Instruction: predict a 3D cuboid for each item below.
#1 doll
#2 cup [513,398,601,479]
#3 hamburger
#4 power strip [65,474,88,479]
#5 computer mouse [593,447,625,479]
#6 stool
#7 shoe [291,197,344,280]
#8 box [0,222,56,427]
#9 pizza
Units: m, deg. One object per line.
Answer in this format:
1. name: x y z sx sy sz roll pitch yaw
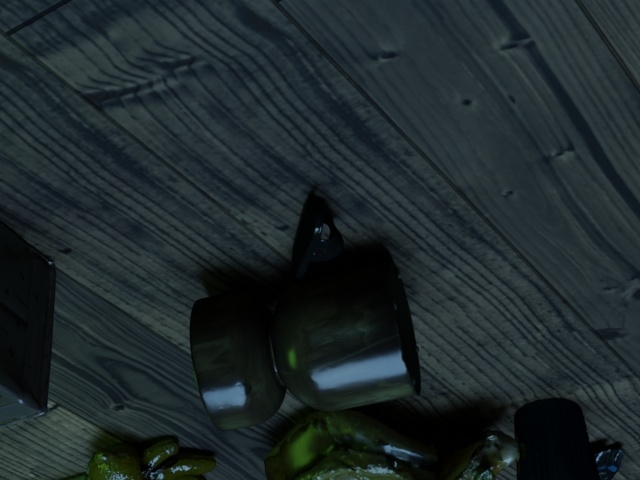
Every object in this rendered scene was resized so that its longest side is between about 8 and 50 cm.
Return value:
1. doll: -0.271 0.380 2.048 0.210 0.097 0.137 6 138 -20
2. cup: 0.360 0.349 1.986 0.131 0.155 0.176 3 146 -7
3. hamburger: 0.024 0.369 1.992 0.211 0.132 0.309 35 127 -16
4. power strip: -0.452 0.507 2.173 0.224 0.139 0.140 -20 142 22
5. computer mouse: 0.454 0.381 2.129 0.079 0.047 0.135 5 134 -31
6. stool: -0.015 0.136 1.638 0.264 0.179 0.179 -11 144 9
7. shoe: 0.000 0.000 1.559 0.053 0.062 0.159 4 151 -13
8. box: -0.500 0.113 1.545 0.297 0.225 0.190 -18 142 19
9. pizza: 0.162 0.432 2.007 0.080 0.435 0.392 42 99 -5
